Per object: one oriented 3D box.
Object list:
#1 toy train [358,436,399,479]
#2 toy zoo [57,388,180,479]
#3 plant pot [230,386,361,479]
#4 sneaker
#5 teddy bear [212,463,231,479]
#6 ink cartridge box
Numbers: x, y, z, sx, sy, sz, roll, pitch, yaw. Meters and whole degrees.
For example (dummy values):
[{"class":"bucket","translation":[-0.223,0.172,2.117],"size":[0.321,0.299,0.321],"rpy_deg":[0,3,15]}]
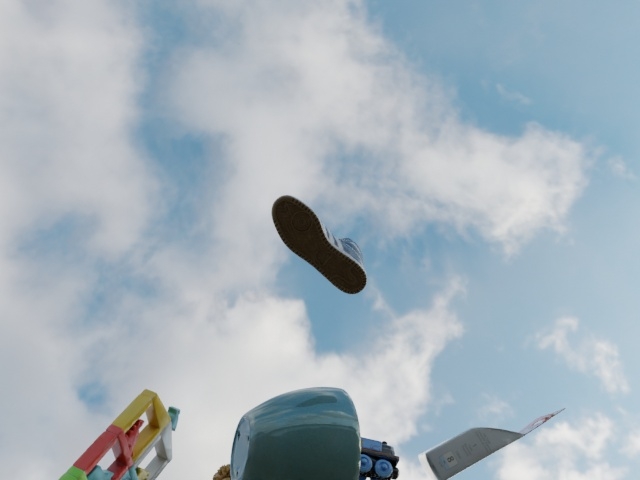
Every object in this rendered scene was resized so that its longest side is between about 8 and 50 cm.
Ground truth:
[{"class":"toy train","translation":[0.099,0.516,1.324],"size":[0.184,0.105,0.080],"rpy_deg":[12,-50,0]},{"class":"toy zoo","translation":[-0.351,0.403,0.988],"size":[0.030,0.293,0.192],"rpy_deg":[14,-54,21]},{"class":"plant pot","translation":[-0.070,0.433,1.122],"size":[0.196,0.290,0.290],"rpy_deg":[14,-73,-19]},{"class":"sneaker","translation":[0.000,0.000,1.311],"size":[0.099,0.153,0.282],"rpy_deg":[-43,-84,13]},{"class":"teddy bear","translation":[-0.248,0.682,1.331],"size":[0.245,0.338,0.113],"rpy_deg":[-27,-64,10]},{"class":"ink cartridge box","translation":[0.466,0.547,1.559],"size":[0.385,0.308,0.091],"rpy_deg":[-28,-113,-6]}]
